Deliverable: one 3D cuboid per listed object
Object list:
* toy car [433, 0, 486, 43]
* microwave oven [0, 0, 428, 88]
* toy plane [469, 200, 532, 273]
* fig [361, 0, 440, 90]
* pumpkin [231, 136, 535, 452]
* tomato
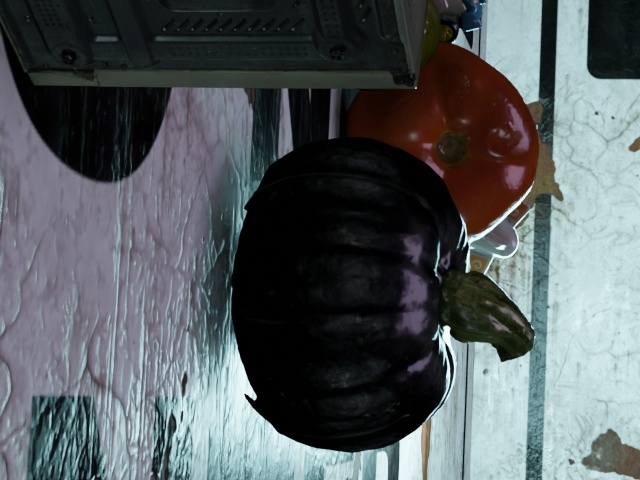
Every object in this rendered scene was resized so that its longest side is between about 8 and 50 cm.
[{"bbox_3d":[0.126,-0.312,1.946,0.126,0.161,0.098,-73,150,-48],"label":"toy car"},{"bbox_3d":[-0.065,-0.188,0.854,0.194,0.240,0.145,73,23,-57],"label":"microwave oven"},{"bbox_3d":[0.167,-0.057,2.031,0.117,0.244,0.245,2,90,-67],"label":"toy plane"},{"bbox_3d":[0.043,-0.292,1.720,0.245,0.149,0.149,64,23,-23],"label":"fig"},{"bbox_3d":[0.055,0.049,1.378,0.296,0.295,0.296,2,90,-78],"label":"pumpkin"},{"bbox_3d":[0.143,-0.118,1.887,0.180,0.259,0.260,-154,-117,-77],"label":"tomato"}]
